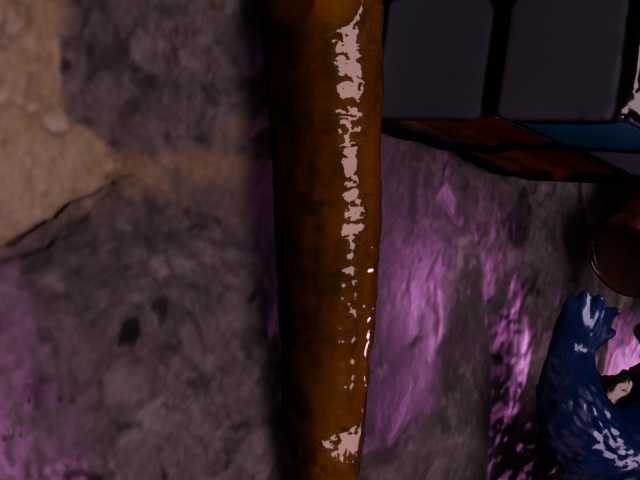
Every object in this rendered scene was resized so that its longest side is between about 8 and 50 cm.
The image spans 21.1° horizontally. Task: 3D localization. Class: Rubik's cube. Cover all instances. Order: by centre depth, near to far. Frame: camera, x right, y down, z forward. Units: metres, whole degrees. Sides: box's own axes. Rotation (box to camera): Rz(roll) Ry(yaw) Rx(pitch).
[{"bbox_3d":[0.154,-0.127,0.997,0.183,0.180,0.167,13,83,-49],"label":"Rubik's cube"}]

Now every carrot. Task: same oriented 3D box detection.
[{"bbox_3d":[0.000,0.000,0.917,0.066,0.066,0.314,-11,105,-51],"label":"carrot"}]

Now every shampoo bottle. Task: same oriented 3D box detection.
[{"bbox_3d":[0.277,-0.049,1.227,0.260,0.102,0.064,-41,152,-42],"label":"shampoo bottle"}]

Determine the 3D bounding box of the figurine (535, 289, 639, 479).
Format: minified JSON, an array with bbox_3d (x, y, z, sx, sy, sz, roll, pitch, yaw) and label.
[{"bbox_3d":[0.194,0.162,1.116,0.164,0.121,0.262,28,81,-59],"label":"figurine"}]
